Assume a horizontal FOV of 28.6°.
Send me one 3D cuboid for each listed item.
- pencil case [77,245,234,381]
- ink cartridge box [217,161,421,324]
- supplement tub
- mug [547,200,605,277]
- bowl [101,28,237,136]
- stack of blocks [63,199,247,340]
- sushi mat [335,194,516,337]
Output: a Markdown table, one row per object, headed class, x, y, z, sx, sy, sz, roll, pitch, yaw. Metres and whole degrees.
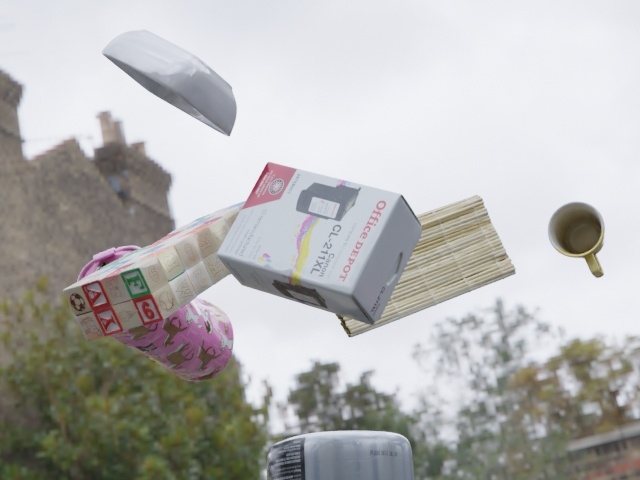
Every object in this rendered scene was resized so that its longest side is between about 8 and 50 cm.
| class | x | y | z | sx | sy | sz | roll | pitch | yaw |
| --- | --- | --- | --- | --- | --- | --- | --- | --- | --- |
| pencil case | -0.292 | 0.137 | 2.277 | 0.167 | 0.160 | 0.386 | 27 | -9 | 25 |
| ink cartridge box | 0.000 | 0.000 | 1.329 | 0.175 | 0.127 | 0.072 | 15 | -23 | 31 |
| supplement tub | 0.033 | 0.410 | 1.591 | 0.194 | 0.315 | 0.193 | -3 | -17 | -1 |
| mug | 0.288 | 0.000 | 1.392 | 0.062 | 0.078 | 0.064 | 7 | -8 | 22 |
| bowl | -0.163 | -0.185 | 1.421 | 0.053 | 0.142 | 0.142 | -59 | -30 | -2 |
| stack of blocks | -0.230 | 0.042 | 1.941 | 0.171 | 0.087 | 0.297 | -17 | 11 | 38 |
| sushi mat | 0.149 | 0.036 | 1.982 | 0.317 | 0.151 | 0.019 | -19 | -15 | -22 |
